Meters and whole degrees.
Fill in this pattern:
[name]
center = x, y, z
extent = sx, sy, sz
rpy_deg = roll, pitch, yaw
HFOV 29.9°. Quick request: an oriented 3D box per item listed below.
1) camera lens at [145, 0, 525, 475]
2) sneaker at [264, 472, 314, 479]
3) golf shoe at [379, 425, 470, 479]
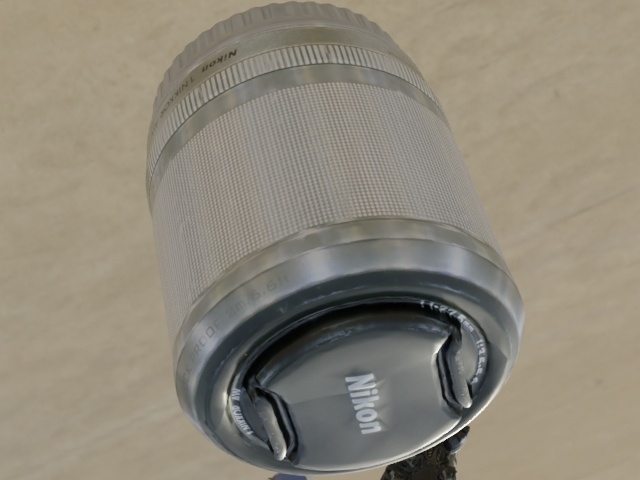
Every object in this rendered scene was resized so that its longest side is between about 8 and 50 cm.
[camera lens]
center = 0.000, 0.000, 0.801
extent = 0.219, 0.274, 0.219
rpy_deg = -8, 138, -8
[sneaker]
center = -0.121, 0.442, 1.677
extent = 0.182, 0.127, 0.315
rpy_deg = -4, 127, -21
[golf shoe]
center = 0.102, 0.248, 1.235
extent = 0.198, 0.077, 0.094
rpy_deg = -54, 168, -46
